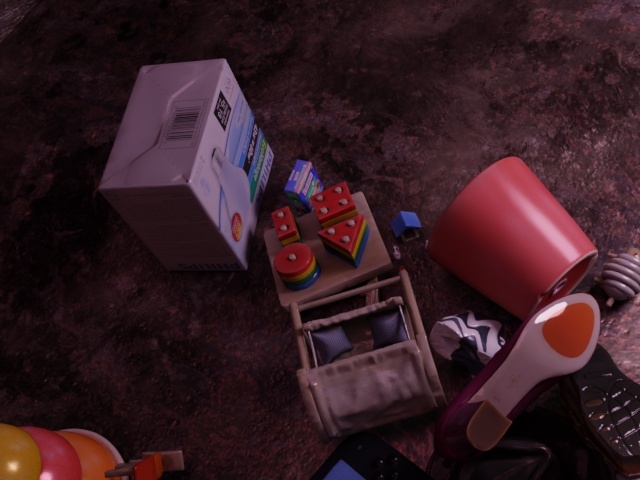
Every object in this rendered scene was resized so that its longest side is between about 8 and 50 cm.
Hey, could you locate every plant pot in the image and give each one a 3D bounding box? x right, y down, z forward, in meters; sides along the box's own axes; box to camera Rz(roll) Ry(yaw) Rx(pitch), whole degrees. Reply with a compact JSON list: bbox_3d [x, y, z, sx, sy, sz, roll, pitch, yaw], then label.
[{"bbox_3d":[0.387,0.013,1.538,0.275,0.275,0.243,-40,64,-8],"label":"plant pot"}]

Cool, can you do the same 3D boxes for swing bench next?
[{"bbox_3d":[0.088,0.227,1.522,0.253,0.165,0.255,-18,40,6],"label":"swing bench"}]

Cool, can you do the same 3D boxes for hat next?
[{"bbox_3d":[0.334,0.415,1.367,0.331,0.134,0.332,-10,55,14],"label":"hat"}]

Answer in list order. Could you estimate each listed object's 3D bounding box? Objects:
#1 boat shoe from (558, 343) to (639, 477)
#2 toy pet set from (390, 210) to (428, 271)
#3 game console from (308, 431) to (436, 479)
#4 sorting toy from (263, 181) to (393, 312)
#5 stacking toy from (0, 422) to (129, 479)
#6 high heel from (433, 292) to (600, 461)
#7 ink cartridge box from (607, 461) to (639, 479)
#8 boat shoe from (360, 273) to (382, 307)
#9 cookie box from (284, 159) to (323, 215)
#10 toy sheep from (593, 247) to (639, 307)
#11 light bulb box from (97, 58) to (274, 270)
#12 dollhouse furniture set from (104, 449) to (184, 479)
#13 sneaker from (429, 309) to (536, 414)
[{"bbox_3d":[0.488,0.295,1.330,0.122,0.120,0.324,-7,23,3],"label":"boat shoe"},{"bbox_3d":[0.209,-0.008,1.722,0.122,0.065,0.114,-22,54,5],"label":"toy pet set"},{"bbox_3d":[0.052,0.549,1.363,0.386,0.060,0.342,-48,35,-12],"label":"game console"},{"bbox_3d":[0.000,0.000,1.748,0.257,0.089,0.256,-23,43,4],"label":"sorting toy"},{"bbox_3d":[-0.612,0.463,1.461,0.350,0.480,0.351,-10,56,15],"label":"stacking toy"},{"bbox_3d":[0.336,0.233,1.371,0.377,0.181,0.127,-37,84,-22],"label":"high heel"},{"bbox_3d":[0.519,0.433,1.209,0.092,0.219,0.160,-13,91,12],"label":"ink cartridge box"},{"bbox_3d":[0.108,0.116,1.689,0.045,0.050,0.135,-7,57,9],"label":"boat shoe"},{"bbox_3d":[-0.039,-0.123,1.859,0.040,0.107,0.092,10,63,25],"label":"cookie box"},{"bbox_3d":[0.590,0.073,1.525,0.091,0.091,0.132,25,83,31],"label":"toy sheep"},{"bbox_3d":[-0.293,-0.164,1.821,0.225,0.361,0.358,0,59,18],"label":"light bulb box"},{"bbox_3d":[-0.318,0.540,1.467,0.135,0.262,0.259,-7,90,13],"label":"dollhouse furniture set"},{"bbox_3d":[0.337,0.218,1.498,0.235,0.094,0.153,36,37,24],"label":"sneaker"}]
